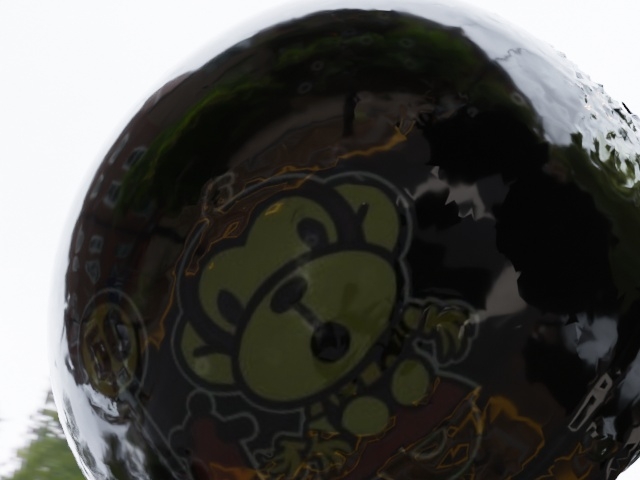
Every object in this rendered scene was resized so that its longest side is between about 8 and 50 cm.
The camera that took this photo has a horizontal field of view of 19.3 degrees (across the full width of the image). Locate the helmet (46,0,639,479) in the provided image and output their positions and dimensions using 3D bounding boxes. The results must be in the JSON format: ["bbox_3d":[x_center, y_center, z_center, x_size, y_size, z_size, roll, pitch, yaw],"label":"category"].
[{"bbox_3d":[0.000,0.000,0.648,0.230,0.279,0.160,-37,-61,18],"label":"helmet"}]
